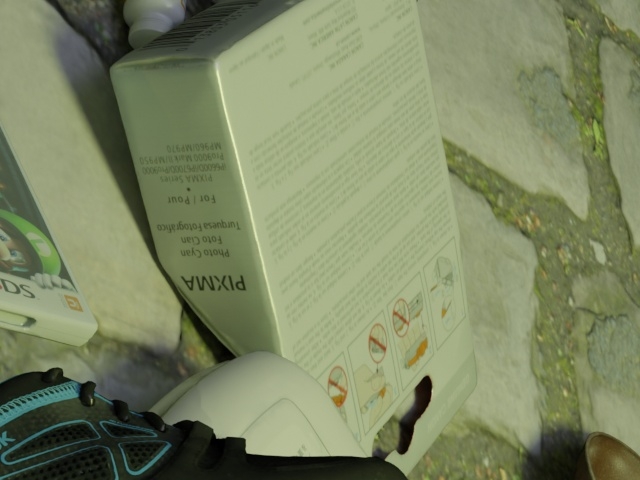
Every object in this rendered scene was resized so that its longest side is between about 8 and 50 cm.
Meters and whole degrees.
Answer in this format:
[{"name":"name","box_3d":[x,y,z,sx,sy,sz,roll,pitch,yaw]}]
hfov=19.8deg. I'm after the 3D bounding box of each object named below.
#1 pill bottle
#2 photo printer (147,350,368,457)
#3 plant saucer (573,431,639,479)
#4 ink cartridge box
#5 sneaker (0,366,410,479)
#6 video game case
[{"name":"pill bottle","box_3d":[-0.115,-0.172,1.286,0.043,0.043,0.083,36,47,-41]},{"name":"photo printer","box_3d":[-0.029,0.239,1.140,0.307,0.107,0.256,58,36,-17]},{"name":"plant saucer","box_3d":[0.306,0.303,1.558,0.310,0.050,0.310,45,17,-18]},{"name":"ink cartridge box","box_3d":[0.000,0.000,1.357,0.308,0.091,0.385,-42,126,-55]},{"name":"sneaker","box_3d":[-0.108,0.125,0.964,0.341,0.125,0.139,0,57,-19]},{"name":"video game case","box_3d":[-0.220,-0.032,1.015,0.173,0.022,0.190,20,32,-50]}]
